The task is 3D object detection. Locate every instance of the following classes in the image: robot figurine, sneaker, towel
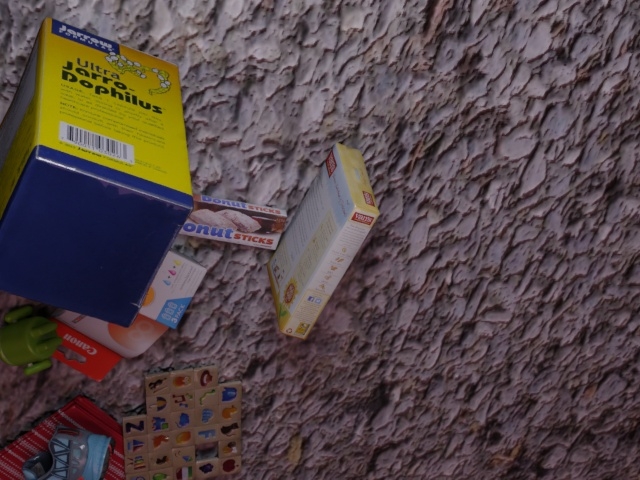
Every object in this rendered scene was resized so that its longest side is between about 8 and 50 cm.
[{"bbox_3d":[-0.444,0.152,1.890,0.115,0.067,0.101,-16,97,34],"label":"robot figurine"},{"bbox_3d":[-0.429,0.394,2.040,0.125,0.104,0.261,25,118,-7],"label":"sneaker"},{"bbox_3d":[-0.437,0.376,2.088,0.275,0.031,0.199,-34,126,17],"label":"towel"}]

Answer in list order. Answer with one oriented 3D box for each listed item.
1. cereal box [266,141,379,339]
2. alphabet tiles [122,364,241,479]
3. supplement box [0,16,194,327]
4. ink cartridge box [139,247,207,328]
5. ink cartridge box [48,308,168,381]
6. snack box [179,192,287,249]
[{"bbox_3d":[0.000,0.000,1.807,0.047,0.173,0.240,19,121,-22],"label":"cereal box"},{"bbox_3d":[-0.227,0.309,2.067,0.198,0.009,0.237,-7,123,-15],"label":"alphabet tiles"},{"bbox_3d":[-0.293,-0.094,1.571,0.195,0.356,0.194,19,121,-22],"label":"supplement box"},{"bbox_3d":[-0.273,0.044,1.837,0.181,0.061,0.104,27,91,-26],"label":"ink cartridge box"},{"bbox_3d":[-0.344,0.143,1.929,0.145,0.045,0.179,34,111,-28],"label":"ink cartridge box"},{"bbox_3d":[-0.143,-0.030,1.852,0.178,0.022,0.064,10,124,-17],"label":"snack box"}]
